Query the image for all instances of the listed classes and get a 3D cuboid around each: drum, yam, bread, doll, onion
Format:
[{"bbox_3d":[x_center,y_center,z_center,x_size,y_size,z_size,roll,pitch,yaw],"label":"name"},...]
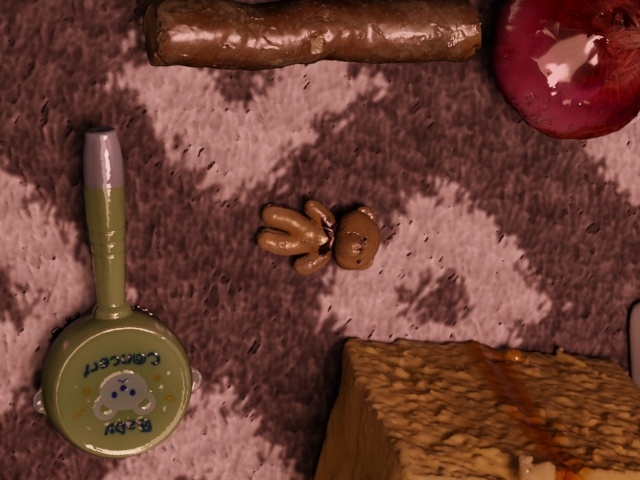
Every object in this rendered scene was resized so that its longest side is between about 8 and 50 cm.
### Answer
[{"bbox_3d":[-0.177,0.048,1.422,0.130,0.049,0.253,-22,110,-11],"label":"drum"},{"bbox_3d":[-0.005,-0.159,1.415,0.253,0.061,0.061,-3,106,-16],"label":"yam"},{"bbox_3d":[0.140,0.205,1.466,0.263,0.236,0.198,5,103,-18],"label":"bread"},{"bbox_3d":[0.000,-0.002,1.479,0.093,0.051,0.061,12,103,9],"label":"doll"},{"bbox_3d":[0.217,-0.147,1.446,0.150,0.140,0.150,-7,102,-33],"label":"onion"}]

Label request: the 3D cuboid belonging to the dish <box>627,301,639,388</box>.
[{"bbox_3d":[0.393,0.122,1.611,0.243,0.080,0.182,-12,108,-15],"label":"dish"}]
